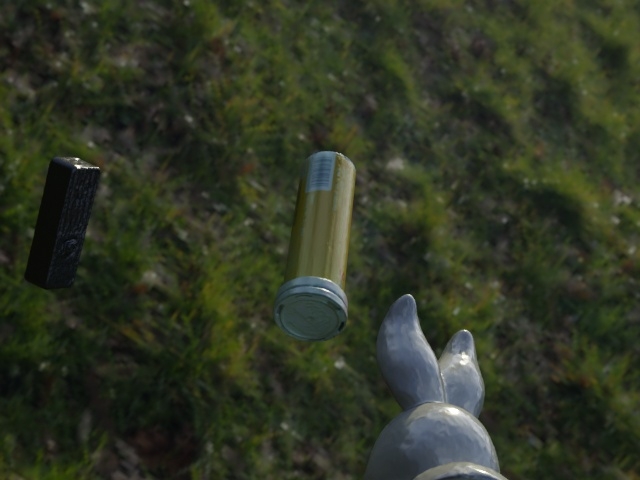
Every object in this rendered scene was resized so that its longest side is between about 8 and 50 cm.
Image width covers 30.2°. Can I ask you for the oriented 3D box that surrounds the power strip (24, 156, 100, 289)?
[{"bbox_3d":[-0.214,-0.013,0.984,0.029,0.111,0.038,23,14,29],"label":"power strip"}]

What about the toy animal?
[{"bbox_3d":[0.079,0.154,0.890,0.104,0.130,0.220,23,26,-16],"label":"toy animal"}]

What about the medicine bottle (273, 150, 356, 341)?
[{"bbox_3d":[0.000,0.000,1.231,0.074,0.074,0.218,29,42,-20],"label":"medicine bottle"}]
